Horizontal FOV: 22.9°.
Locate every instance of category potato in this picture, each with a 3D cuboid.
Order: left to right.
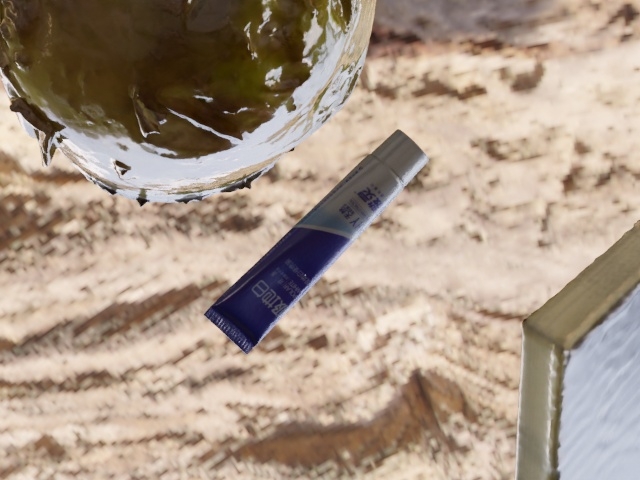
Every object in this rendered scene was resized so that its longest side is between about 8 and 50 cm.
[{"bbox_3d":[-0.075,-0.184,0.932,0.246,0.196,0.299,0,-100,-7],"label":"potato"}]

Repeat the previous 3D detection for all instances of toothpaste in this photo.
[{"bbox_3d":[0.000,0.000,0.489,0.083,0.024,0.015,-44,-140,-3],"label":"toothpaste"}]

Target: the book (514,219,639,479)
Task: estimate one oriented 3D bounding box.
[{"bbox_3d":[0.173,0.123,0.746,0.028,0.374,0.262,25,-136,34],"label":"book"}]
